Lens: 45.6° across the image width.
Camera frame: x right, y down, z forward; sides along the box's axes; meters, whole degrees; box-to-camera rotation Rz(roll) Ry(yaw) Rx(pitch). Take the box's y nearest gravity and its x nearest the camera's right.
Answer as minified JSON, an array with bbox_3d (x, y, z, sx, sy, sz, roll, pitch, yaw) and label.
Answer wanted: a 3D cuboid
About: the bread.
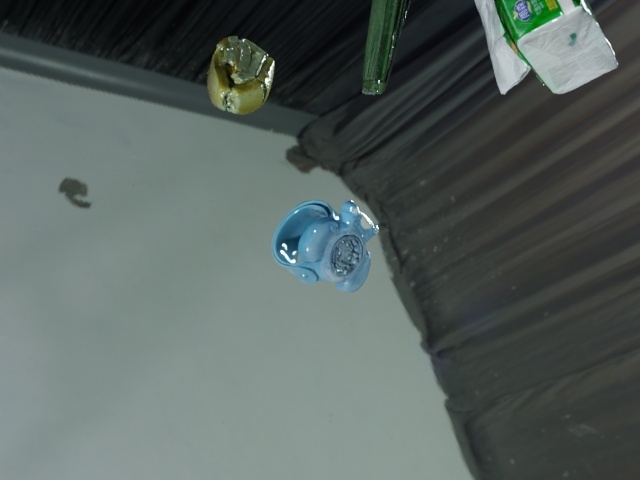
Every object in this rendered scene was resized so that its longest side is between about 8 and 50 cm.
[{"bbox_3d":[-0.225,-0.461,2.147,0.186,0.124,0.257,15,44,-12],"label":"bread"}]

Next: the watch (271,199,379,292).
[{"bbox_3d":[0.000,0.000,1.649,0.211,0.193,0.210,-16,115,-38],"label":"watch"}]

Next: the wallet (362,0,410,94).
[{"bbox_3d":[0.104,-0.338,1.154,0.055,0.235,0.160,8,11,-1],"label":"wallet"}]

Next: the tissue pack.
[{"bbox_3d":[0.305,-0.326,1.103,0.148,0.156,0.208,35,38,-47],"label":"tissue pack"}]
